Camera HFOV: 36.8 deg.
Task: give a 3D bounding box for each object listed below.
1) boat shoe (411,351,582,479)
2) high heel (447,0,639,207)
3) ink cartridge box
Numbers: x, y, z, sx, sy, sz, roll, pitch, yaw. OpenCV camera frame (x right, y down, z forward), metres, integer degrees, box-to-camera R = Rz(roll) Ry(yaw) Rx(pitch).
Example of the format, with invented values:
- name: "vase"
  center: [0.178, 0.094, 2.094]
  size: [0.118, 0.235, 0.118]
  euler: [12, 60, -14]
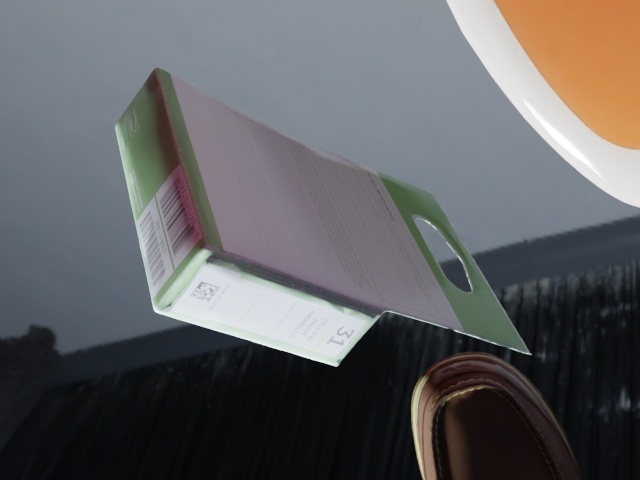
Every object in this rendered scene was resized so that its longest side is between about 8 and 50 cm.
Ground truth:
- name: "boat shoe"
  center: [0.085, 0.131, 0.388]
  size: [0.064, 0.060, 0.178]
  euler: [-18, 103, 5]
- name: "high heel"
  center: [0.105, -0.207, 0.357]
  size: [0.127, 0.181, 0.377]
  euler: [-7, 102, 30]
- name: "ink cartridge box"
  center: [0.000, 0.000, 0.583]
  size: [0.235, 0.171, 0.056]
  euler: [23, 118, -35]
